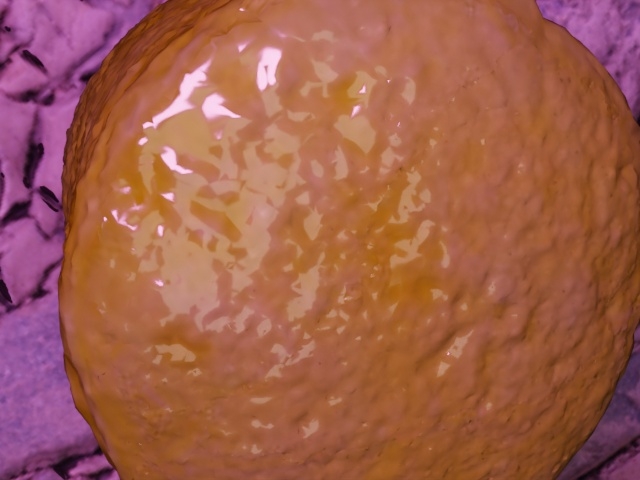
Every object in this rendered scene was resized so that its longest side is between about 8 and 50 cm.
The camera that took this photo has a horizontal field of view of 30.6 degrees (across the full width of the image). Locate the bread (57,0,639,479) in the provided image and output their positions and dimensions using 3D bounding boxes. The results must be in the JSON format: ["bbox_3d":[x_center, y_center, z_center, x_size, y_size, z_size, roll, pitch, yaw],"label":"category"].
[{"bbox_3d":[0.000,0.000,0.721,0.348,0.308,0.348,-5,106,-18],"label":"bread"}]
